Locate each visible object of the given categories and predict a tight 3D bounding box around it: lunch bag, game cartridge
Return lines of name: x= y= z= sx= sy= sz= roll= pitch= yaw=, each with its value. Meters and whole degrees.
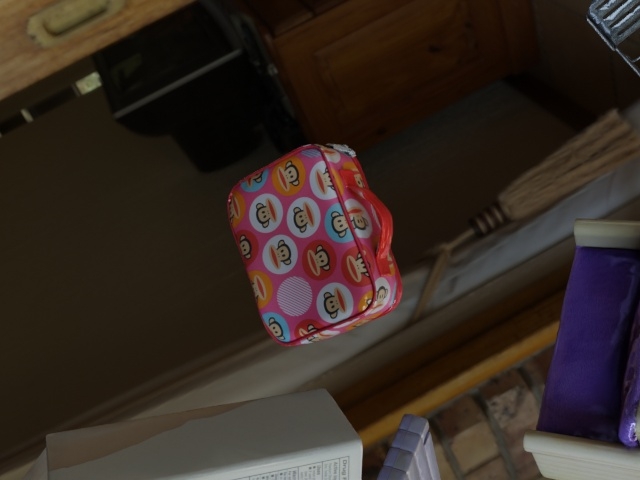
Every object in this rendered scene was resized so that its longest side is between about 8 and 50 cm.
lunch bag: x=0.000 y=0.000 z=1.249 sx=0.120 sy=0.258 sz=0.293 roll=-2 pitch=-110 yaw=-55
game cartridge: x=0.154 y=0.504 z=1.418 sx=0.068 sy=0.230 sz=0.355 roll=12 pitch=138 yaw=29

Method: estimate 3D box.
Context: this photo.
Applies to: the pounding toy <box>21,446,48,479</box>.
pounding toy: x=-0.425 y=0.416 z=1.333 sx=0.141 sy=0.130 sz=0.100 roll=31 pitch=-170 yaw=-39

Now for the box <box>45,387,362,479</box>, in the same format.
box: x=-0.119 y=0.266 z=0.835 sx=0.121 sy=0.310 sz=0.148 roll=-136 pitch=44 yaw=-62

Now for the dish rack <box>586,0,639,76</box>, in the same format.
dish rack: x=0.450 y=-0.231 z=0.899 sx=0.271 sy=0.208 sz=0.074 roll=40 pitch=-151 yaw=-18

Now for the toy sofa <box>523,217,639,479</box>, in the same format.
toy sofa: x=0.377 y=0.126 z=1.036 sx=0.150 sy=0.363 sz=0.177 roll=3 pitch=143 yaw=31
